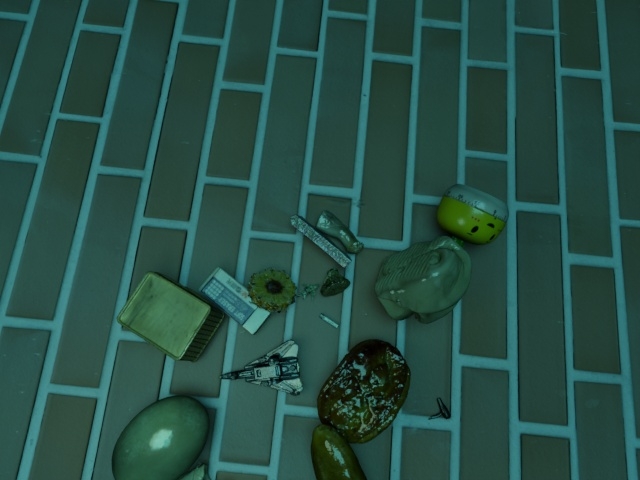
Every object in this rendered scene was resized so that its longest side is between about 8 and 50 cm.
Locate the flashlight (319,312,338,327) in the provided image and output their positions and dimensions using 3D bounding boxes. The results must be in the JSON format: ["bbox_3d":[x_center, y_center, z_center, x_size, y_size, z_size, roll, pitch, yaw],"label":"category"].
[{"bbox_3d":[0.033,0.318,1.658,0.083,0.018,0.018,33,80,6],"label":"flashlight"}]

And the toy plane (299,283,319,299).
[{"bbox_3d":[-0.041,0.198,1.677,0.083,0.033,0.080,-31,65,-9],"label":"toy plane"}]

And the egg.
[{"bbox_3d":[-0.544,0.692,1.435,0.258,0.258,0.352,41,84,7],"label":"egg"}]

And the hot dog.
[{"bbox_3d":[0.163,0.545,1.531,0.267,0.174,0.387,39,80,9],"label":"hot dog"}]

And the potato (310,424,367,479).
[{"bbox_3d":[0.067,0.817,1.447,0.177,0.195,0.369,-17,92,-10],"label":"potato"}]

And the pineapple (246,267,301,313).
[{"bbox_3d":[-0.179,0.189,1.625,0.221,0.047,0.221,14,47,-15],"label":"pineapple"}]

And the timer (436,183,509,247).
[{"bbox_3d":[0.574,-0.061,1.655,0.285,0.285,0.285,0,77,-2],"label":"timer"}]

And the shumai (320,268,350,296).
[{"bbox_3d":[0.048,0.161,1.665,0.124,0.099,0.087,-20,62,-8],"label":"shumai"}]

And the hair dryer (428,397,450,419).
[{"bbox_3d":[0.442,0.650,1.593,0.083,0.031,0.079,-26,68,1],"label":"hair dryer"}]

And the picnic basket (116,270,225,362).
[{"bbox_3d":[-0.549,0.281,1.559,0.313,0.175,0.228,27,77,14],"label":"picnic basket"}]

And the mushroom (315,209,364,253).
[{"bbox_3d":[0.080,-0.030,1.709,0.223,0.092,0.081,41,116,-1],"label":"mushroom"}]

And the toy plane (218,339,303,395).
[{"bbox_3d":[-0.231,0.491,1.567,0.316,0.103,0.204,-7,78,-3],"label":"toy plane"}]

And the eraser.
[{"bbox_3d":[-0.328,0.236,1.635,0.279,0.081,0.124,38,78,7],"label":"eraser"}]

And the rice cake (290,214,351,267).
[{"bbox_3d":[0.001,0.001,1.687,0.298,0.106,0.050,40,96,6],"label":"rice cake"}]

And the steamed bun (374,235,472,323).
[{"bbox_3d":[0.384,0.166,1.562,0.255,0.368,0.342,57,41,-12],"label":"steamed bun"}]

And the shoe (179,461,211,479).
[{"bbox_3d":[-0.374,0.940,1.445,0.342,0.132,0.210,44,82,11],"label":"shoe"}]
